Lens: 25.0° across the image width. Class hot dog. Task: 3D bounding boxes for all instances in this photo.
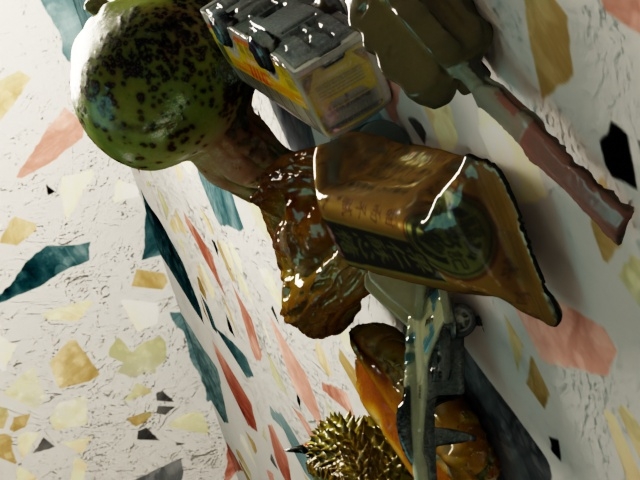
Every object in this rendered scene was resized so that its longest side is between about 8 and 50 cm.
[{"bbox_3d":[-0.003,0.001,1.450,0.259,0.114,0.175,111,146,-71],"label":"hot dog"},{"bbox_3d":[0.098,0.169,1.435,0.269,0.072,0.115,-126,18,-49],"label":"hot dog"}]

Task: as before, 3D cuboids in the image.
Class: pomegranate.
[{"bbox_3d":[-0.153,-0.158,1.602,0.204,0.222,0.276,29,161,43],"label":"pomegranate"}]

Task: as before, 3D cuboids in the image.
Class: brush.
[{"bbox_3d":[0.108,-0.104,0.984,0.301,0.071,0.084,52,157,31],"label":"brush"}]

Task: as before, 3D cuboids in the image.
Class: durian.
[{"bbox_3d":[0.065,0.265,1.581,0.237,0.138,0.193,44,156,53],"label":"durian"}]

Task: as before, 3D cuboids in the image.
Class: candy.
[{"bbox_3d":[0.087,-0.018,1.126,0.271,0.101,0.143,22,143,60],"label":"candy"}]

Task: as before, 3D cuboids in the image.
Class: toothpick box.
[{"bbox_3d":[0.045,-0.078,1.283,0.083,0.052,0.052,173,74,-77],"label":"toothpick box"}]

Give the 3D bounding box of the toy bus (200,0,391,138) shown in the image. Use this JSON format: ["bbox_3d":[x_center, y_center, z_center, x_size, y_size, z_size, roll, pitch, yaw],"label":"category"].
[{"bbox_3d":[-0.027,-0.177,1.334,0.106,0.092,0.268,63,169,-27],"label":"toy bus"}]

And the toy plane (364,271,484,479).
[{"bbox_3d":[0.101,0.121,1.282,0.192,0.088,0.262,113,147,-75],"label":"toy plane"}]
